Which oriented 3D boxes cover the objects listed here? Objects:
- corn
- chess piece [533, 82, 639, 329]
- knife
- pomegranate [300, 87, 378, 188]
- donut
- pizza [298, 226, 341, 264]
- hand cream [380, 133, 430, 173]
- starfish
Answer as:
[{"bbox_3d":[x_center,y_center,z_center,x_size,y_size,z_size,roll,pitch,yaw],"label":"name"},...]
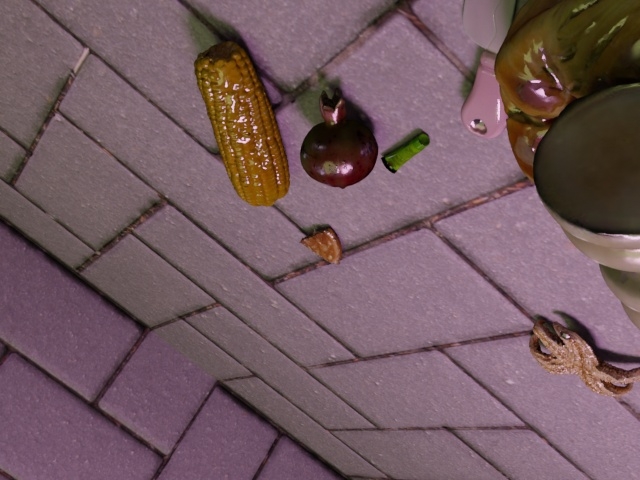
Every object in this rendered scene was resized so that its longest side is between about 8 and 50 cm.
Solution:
[{"bbox_3d":[-0.133,-0.192,1.361,0.121,0.120,0.363,17,149,26],"label":"corn"},{"bbox_3d":[0.357,0.003,0.809,0.182,0.182,0.330,8,154,38],"label":"chess piece"},{"bbox_3d":[0.221,-0.269,0.988,0.081,0.043,0.335,26,146,25],"label":"knife"},{"bbox_3d":[0.037,-0.161,1.254,0.130,0.129,0.159,27,125,10],"label":"pomegranate"},{"bbox_3d":[0.367,-0.161,0.859,0.361,0.170,0.360,23,152,13],"label":"donut"},{"bbox_3d":[0.012,-0.001,1.625,0.100,0.029,0.099,29,144,1],"label":"pizza"},{"bbox_3d":[0.140,-0.144,1.265,0.036,0.023,0.122,47,151,-6],"label":"hand cream"},{"bbox_3d":[0.510,0.232,1.456,0.238,0.071,0.216,38,158,-25],"label":"starfish"}]
